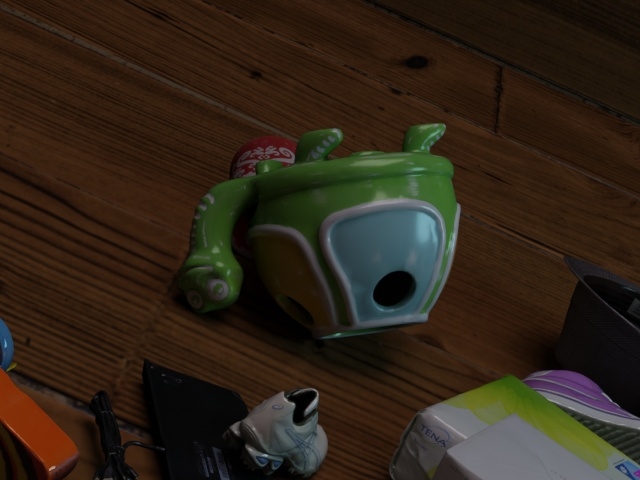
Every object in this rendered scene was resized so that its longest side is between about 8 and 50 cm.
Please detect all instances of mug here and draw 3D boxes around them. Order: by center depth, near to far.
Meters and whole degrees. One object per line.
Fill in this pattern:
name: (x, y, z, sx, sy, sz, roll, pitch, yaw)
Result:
mug: (-0.052, -0.051, 2.090, 0.150, 0.113, 0.169, 4, 26, 2)

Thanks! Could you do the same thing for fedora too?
fedora: (0.394, 0.140, 2.106, 0.275, 0.124, 0.244, 16, 23, -47)

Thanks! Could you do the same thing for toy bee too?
toy bee: (-0.345, 0.115, 1.404, 0.195, 0.162, 0.298, 6, 52, -55)

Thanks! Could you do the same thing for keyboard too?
keyboard: (-0.134, 0.211, 1.524, 0.201, 0.033, 0.317, 22, 20, -23)

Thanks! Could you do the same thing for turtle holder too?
turtle holder: (0.017, -0.003, 1.881, 0.320, 0.228, 0.243, -3, -8, -46)

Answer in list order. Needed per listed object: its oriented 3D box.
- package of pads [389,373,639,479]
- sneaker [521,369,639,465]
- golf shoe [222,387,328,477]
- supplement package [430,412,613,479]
package of pads: (0.242, 0.270, 1.689, 0.296, 0.101, 0.229, 34, 22, 25)
sneaker: (0.359, 0.230, 1.908, 0.282, 0.102, 0.161, 28, 19, 9)
golf shoe: (-0.021, 0.185, 1.596, 0.069, 0.086, 0.176, 45, 11, 18)
supplement package: (0.174, 0.299, 1.410, 0.194, 0.203, 0.149, 34, 24, 24)
